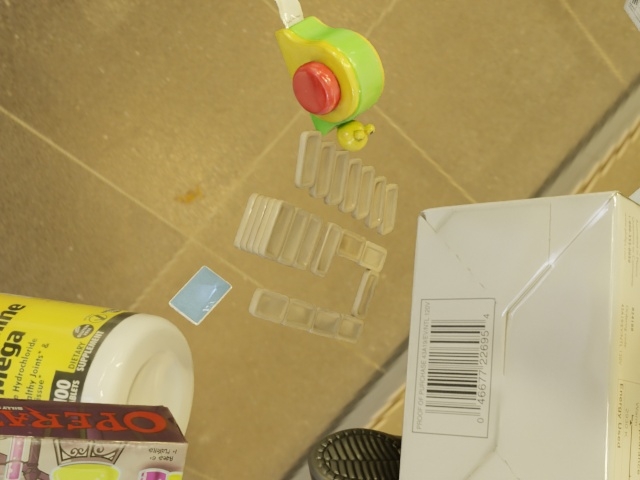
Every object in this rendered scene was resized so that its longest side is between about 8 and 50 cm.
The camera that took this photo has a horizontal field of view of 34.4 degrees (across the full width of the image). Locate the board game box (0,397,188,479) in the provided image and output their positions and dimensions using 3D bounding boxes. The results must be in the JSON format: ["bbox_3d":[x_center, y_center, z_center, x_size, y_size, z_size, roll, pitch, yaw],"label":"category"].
[{"bbox_3d":[-0.245,0.166,0.449,0.346,0.056,0.208,7,106,-23],"label":"board game box"}]

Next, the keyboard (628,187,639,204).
[{"bbox_3d":[0.576,-0.104,1.604,0.072,0.014,0.256,46,108,-3],"label":"keyboard"}]

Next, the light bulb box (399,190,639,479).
[{"bbox_3d":[0.280,0.165,1.097,0.361,0.225,0.358,19,73,-49],"label":"light bulb box"}]

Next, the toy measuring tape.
[{"bbox_3d":[0.003,-0.265,1.298,0.121,0.121,0.330,-26,108,-15],"label":"toy measuring tape"}]

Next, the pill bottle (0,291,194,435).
[{"bbox_3d":[-0.325,0.156,1.146,0.188,0.333,0.188,6,90,-68],"label":"pill bottle"}]

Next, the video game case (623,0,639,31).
[{"bbox_3d":[0.333,-0.218,0.808,0.041,0.232,0.210,10,126,-14],"label":"video game case"}]

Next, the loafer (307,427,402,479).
[{"bbox_3d":[0.076,0.267,1.176,0.220,0.080,0.078,7,135,-31],"label":"loafer"}]

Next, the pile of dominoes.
[{"bbox_3d":[0.000,0.000,1.119,0.251,0.040,0.196,24,84,-59],"label":"pile of dominoes"}]

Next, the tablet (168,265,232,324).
[{"bbox_3d":[-0.172,0.078,1.482,0.083,0.054,0.006,-49,170,-31],"label":"tablet"}]
